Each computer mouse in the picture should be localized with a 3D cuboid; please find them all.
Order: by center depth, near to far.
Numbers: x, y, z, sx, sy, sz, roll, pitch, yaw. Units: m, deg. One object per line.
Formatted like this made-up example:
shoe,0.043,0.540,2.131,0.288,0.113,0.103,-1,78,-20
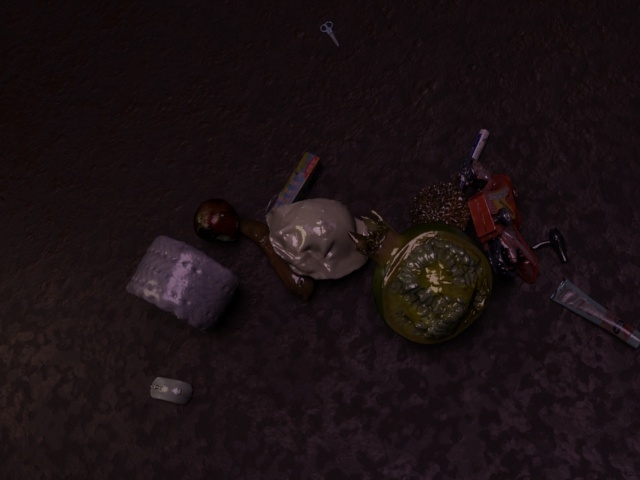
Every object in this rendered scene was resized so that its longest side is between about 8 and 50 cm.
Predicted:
computer mouse,-0.353,0.348,1.920,0.110,0.032,0.056,8,72,16

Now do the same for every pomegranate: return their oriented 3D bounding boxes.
pomegranate,0.208,0.066,1.753,0.340,0.260,0.260,43,84,-8

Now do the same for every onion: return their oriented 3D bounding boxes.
onion,-0.251,-0.048,1.997,0.117,0.118,0.119,-2,70,29

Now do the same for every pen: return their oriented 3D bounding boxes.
pen,0.349,-0.172,1.940,0.025,0.025,0.204,22,77,20

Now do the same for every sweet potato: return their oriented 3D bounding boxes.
sweet potato,-0.102,0.031,1.954,0.075,0.075,0.273,-41,64,-3

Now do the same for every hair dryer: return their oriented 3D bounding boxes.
hair dryer,0.505,0.020,1.838,0.083,0.031,0.079,-20,76,21

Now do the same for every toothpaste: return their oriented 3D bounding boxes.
toothpaste,0.592,0.158,1.758,0.205,0.036,0.056,36,84,26
toothpaste,-0.063,-0.123,1.998,0.044,0.070,0.193,27,79,23

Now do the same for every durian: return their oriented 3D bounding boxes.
durian,0.259,-0.074,1.851,0.148,0.091,0.188,52,121,39

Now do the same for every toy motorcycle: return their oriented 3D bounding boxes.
toy motorcycle,0.391,-0.050,1.817,0.089,0.171,0.298,-25,69,30

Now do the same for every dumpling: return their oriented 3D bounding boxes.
dumpling,0.000,0.000,1.893,0.258,0.147,0.193,8,59,-10

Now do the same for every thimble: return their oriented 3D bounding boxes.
thimble,-0.319,0.100,1.902,0.245,0.217,0.157,22,76,34

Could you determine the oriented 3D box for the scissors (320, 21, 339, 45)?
scissors,0.029,-0.539,2.160,0.036,0.006,0.083,-29,67,4
